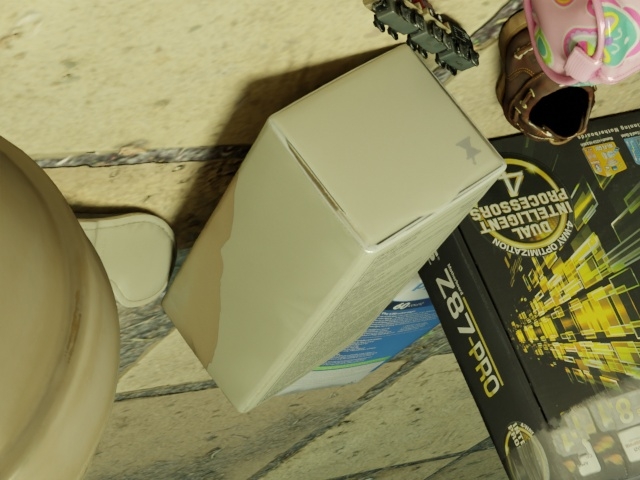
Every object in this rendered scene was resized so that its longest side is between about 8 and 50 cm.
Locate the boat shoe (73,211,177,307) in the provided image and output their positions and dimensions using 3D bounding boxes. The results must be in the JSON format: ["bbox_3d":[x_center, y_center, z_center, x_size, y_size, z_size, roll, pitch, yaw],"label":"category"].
[{"bbox_3d":[-0.179,0.006,1.281,0.065,0.075,0.206,18,-176,25],"label":"boat shoe"}]

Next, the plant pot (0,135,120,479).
[{"bbox_3d":[-0.286,0.006,0.829,0.323,0.323,0.280,-20,144,-4],"label":"plant pot"}]

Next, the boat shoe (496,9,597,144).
[{"bbox_3d":[0.178,-0.110,1.301,0.073,0.073,0.207,-25,162,6],"label":"boat shoe"}]

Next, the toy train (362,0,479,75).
[{"bbox_3d":[0.070,-0.147,1.140,0.027,0.036,0.158,-20,164,22],"label":"toy train"}]

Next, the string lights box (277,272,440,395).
[{"bbox_3d":[0.051,0.060,1.614,0.133,0.077,0.259,-4,154,-42],"label":"string lights box"}]

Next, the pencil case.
[{"bbox_3d":[0.278,-0.186,1.131,0.284,0.124,0.124,-15,160,-17],"label":"pencil case"}]

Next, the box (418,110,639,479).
[{"bbox_3d":[0.295,0.044,1.467,0.394,0.318,0.097,-11,159,-26],"label":"box"}]

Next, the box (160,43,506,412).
[{"bbox_3d":[0.000,0.000,1.281,0.148,0.121,0.311,-31,167,-32],"label":"box"}]
